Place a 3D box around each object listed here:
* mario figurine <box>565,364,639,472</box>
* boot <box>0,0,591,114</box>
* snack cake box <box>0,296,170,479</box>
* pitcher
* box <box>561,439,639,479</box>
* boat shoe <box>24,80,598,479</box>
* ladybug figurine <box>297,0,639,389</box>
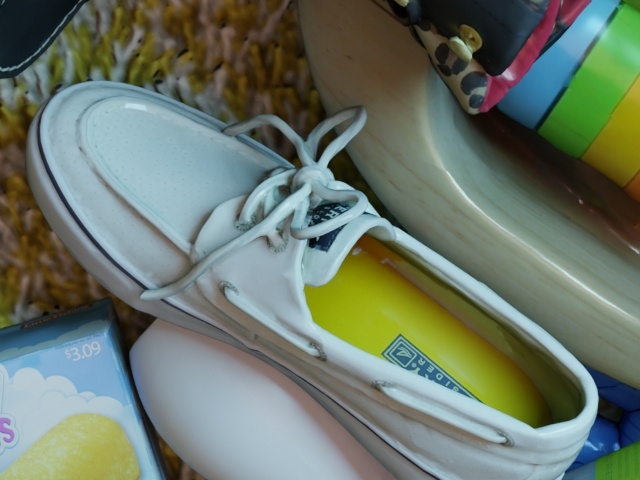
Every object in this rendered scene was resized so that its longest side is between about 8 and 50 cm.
[{"bbox_3d":[0.259,0.141,1.025,0.321,0.170,0.198,23,134,-2],"label":"mario figurine"},{"bbox_3d":[-0.015,-0.167,0.811,0.284,0.138,0.377,42,110,7],"label":"boot"},{"bbox_3d":[-0.236,0.150,1.027,0.264,0.089,0.152,-17,104,-1],"label":"snack cake box"},{"bbox_3d":[0.001,0.095,1.006,0.207,0.125,0.178,45,95,3],"label":"pitcher"},{"bbox_3d":[0.163,0.156,0.949,0.178,0.109,0.042,-26,90,12],"label":"box"},{"bbox_3d":[-0.004,0.006,0.899,0.367,0.156,0.136,39,57,9],"label":"boat shoe"},{"bbox_3d":[0.190,-0.088,0.928,0.449,0.162,0.305,38,120,2],"label":"ladybug figurine"}]
